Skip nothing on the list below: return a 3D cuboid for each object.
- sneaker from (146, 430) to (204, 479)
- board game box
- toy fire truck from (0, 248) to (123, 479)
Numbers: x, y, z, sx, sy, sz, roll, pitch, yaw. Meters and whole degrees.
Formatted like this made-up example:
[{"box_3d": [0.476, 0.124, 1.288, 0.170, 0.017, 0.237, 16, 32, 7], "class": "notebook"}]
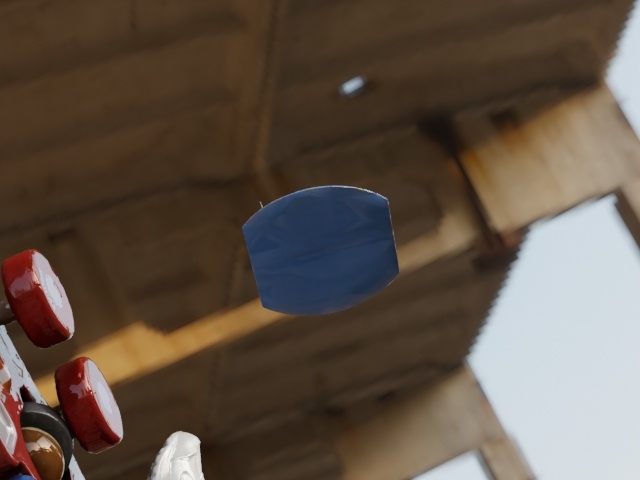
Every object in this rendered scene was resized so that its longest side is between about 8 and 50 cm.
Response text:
[{"box_3d": [-0.128, 0.299, 2.019, 0.115, 0.232, 0.090, 10, -43, -8], "class": "sneaker"}, {"box_3d": [0.000, 0.000, 1.814, 0.133, 0.033, 0.168, -13, -43, 0], "class": "board game box"}, {"box_3d": [-0.314, 0.165, 1.918, 0.169, 0.302, 0.254, -22, 17, 6], "class": "toy fire truck"}]
